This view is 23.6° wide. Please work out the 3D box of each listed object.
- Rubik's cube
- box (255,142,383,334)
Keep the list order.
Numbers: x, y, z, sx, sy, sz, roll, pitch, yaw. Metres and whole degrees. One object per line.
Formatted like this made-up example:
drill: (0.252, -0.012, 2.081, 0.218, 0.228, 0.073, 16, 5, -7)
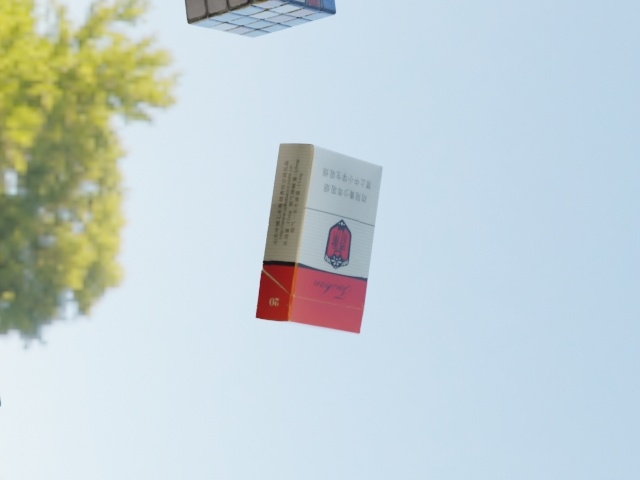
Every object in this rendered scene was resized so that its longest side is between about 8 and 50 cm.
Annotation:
Rubik's cube: (-0.053, -0.226, 1.262, 0.092, 0.092, 0.092, -10, -97, 34)
box: (0.000, 0.000, 1.315, 0.048, 0.100, 0.152, 6, -95, 43)
